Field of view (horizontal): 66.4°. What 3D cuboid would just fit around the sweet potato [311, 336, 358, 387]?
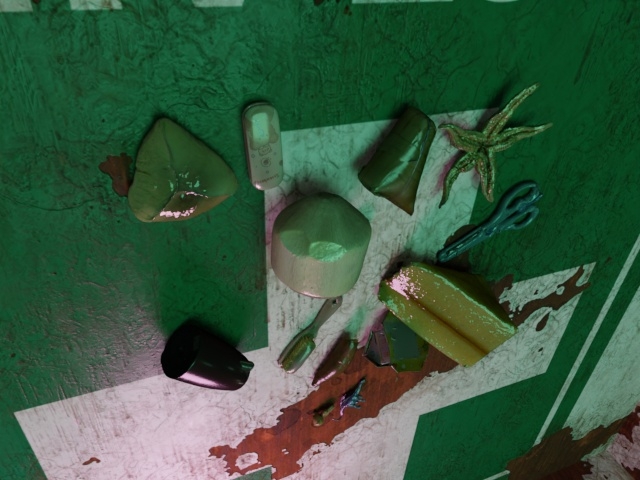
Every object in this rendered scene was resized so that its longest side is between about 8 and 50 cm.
[{"bbox_3d":[0.053,0.404,1.606,0.077,0.077,0.244,14,119,-33],"label":"sweet potato"}]

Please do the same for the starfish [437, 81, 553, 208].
[{"bbox_3d":[0.457,-0.247,1.324,0.357,0.078,0.347,-17,129,-14],"label":"starfish"}]

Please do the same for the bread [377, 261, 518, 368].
[{"bbox_3d":[0.366,0.222,1.504,0.361,0.245,0.233,16,128,-35],"label":"bread"}]

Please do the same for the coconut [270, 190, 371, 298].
[{"bbox_3d":[0.000,0.000,1.183,0.237,0.237,0.266,-4,130,-24],"label":"coconut"}]

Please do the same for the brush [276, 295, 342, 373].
[{"bbox_3d":[-0.022,0.294,1.496,0.072,0.067,0.313,26,107,-36],"label":"brush"}]

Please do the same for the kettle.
[{"bbox_3d":[-0.316,0.349,1.347,0.202,0.144,0.232,-28,137,21],"label":"kettle"}]

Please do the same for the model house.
[{"bbox_3d":[0.249,0.343,1.638,0.219,0.208,0.135,4,158,-39],"label":"model house"}]

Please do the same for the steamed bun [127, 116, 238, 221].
[{"bbox_3d":[-0.302,-0.111,1.035,0.212,0.110,0.231,-46,128,11],"label":"steamed bun"}]

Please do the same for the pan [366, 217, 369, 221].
[{"bbox_3d":[0.095,-0.043,1.331,0.068,0.023,0.115,-42,131,8],"label":"pan"}]

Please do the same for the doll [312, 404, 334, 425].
[{"bbox_3d":[0.014,0.631,1.764,0.093,0.051,0.061,-21,158,-7],"label":"doll"}]

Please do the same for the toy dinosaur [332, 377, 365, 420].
[{"bbox_3d":[0.113,0.583,1.783,0.080,0.045,0.197,31,100,-25],"label":"toy dinosaur"}]

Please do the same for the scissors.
[{"bbox_3d":[0.536,-0.044,1.540,0.392,0.032,0.180,-31,131,-2],"label":"scissors"}]

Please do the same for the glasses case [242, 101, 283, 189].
[{"bbox_3d":[-0.127,-0.206,1.087,0.080,0.051,0.204,-16,129,-16],"label":"glasses case"}]

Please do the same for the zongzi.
[{"bbox_3d":[0.237,-0.187,1.245,0.256,0.115,0.228,27,104,-44],"label":"zongzi"}]
